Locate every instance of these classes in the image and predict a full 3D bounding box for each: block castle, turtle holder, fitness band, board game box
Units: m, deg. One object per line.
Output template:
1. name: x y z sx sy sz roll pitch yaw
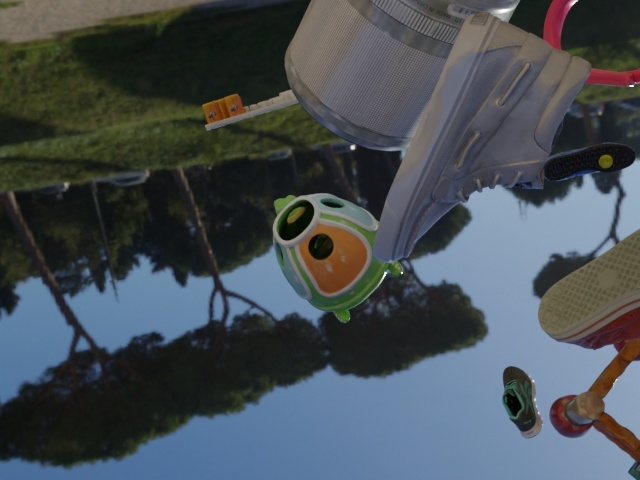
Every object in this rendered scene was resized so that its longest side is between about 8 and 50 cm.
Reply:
1. block castle: 0.706 0.372 1.438 0.303 0.453 0.213 -46 162 -13
2. turtle holder: 0.015 -0.005 1.651 0.243 0.227 0.320 -31 -142 26
3. fitness band: 0.578 -0.418 1.510 0.054 0.209 0.291 -10 -158 -36
4. board game box: -0.045 -0.310 1.538 0.390 0.050 0.390 -18 -168 -2

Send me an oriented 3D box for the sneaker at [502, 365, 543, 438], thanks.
1. sneaker: 0.397 0.313 1.526 0.065 0.076 0.166 -37 -147 22

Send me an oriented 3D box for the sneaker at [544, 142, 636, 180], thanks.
1. sneaker: 0.619 -0.187 1.758 0.209 0.069 0.082 -11 -170 17

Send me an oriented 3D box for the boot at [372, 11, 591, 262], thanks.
1. boot: 0.140 -0.064 0.685 0.123 0.258 0.095 25 -144 7

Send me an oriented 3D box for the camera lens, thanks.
1. camera lens: 0.096 -0.264 0.923 0.219 0.219 0.274 -23 155 -44

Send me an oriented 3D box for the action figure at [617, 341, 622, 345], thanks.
1. action figure: 0.448 0.132 1.253 0.030 0.038 0.115 -18 -143 -42

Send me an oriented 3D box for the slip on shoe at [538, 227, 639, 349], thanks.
1. slip on shoe: 0.432 0.050 0.953 0.331 0.101 0.123 -38 -145 41
